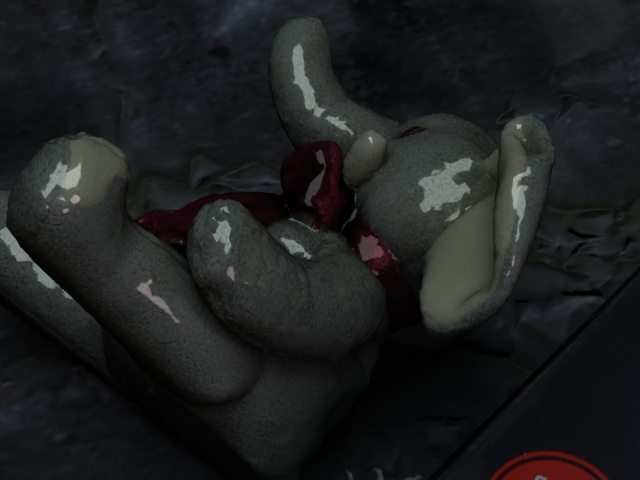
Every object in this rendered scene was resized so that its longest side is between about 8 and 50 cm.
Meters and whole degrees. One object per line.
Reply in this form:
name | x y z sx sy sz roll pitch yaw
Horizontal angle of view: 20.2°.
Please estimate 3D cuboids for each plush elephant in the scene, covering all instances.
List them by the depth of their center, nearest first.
plush elephant | 0.000 0.000 1.009 0.330 0.272 0.255 40 74 -3

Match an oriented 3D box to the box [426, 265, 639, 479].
box | 0.194 0.205 0.824 0.343 0.179 0.312 44 63 8
